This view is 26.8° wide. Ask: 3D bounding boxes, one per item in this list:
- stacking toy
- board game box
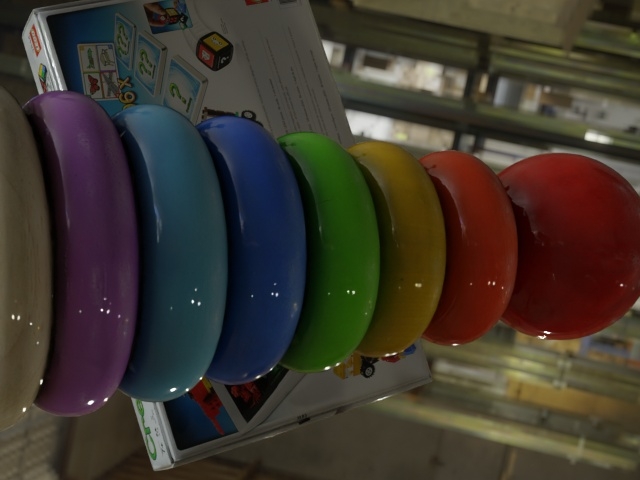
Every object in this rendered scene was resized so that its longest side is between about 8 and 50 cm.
[{"bbox_3d":[0.000,0.000,0.589,0.330,0.141,0.141,-3,-171,-23],"label":"stacking toy"},{"bbox_3d":[-0.061,-0.022,0.896,0.193,0.305,0.053,-15,173,-24],"label":"board game box"}]
